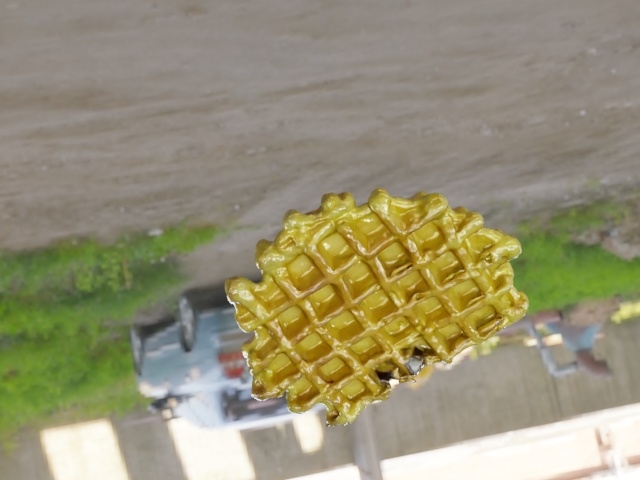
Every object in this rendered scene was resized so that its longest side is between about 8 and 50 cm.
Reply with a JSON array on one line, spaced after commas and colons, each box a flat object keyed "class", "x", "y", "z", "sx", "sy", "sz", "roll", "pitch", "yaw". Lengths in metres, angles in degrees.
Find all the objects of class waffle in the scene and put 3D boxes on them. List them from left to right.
[{"class": "waffle", "x": 0.053, "y": 0.070, "z": 1.143, "sx": 0.309, "sy": 0.283, "sz": 0.065, "roll": 8, "pitch": -153, "yaw": -9}]
